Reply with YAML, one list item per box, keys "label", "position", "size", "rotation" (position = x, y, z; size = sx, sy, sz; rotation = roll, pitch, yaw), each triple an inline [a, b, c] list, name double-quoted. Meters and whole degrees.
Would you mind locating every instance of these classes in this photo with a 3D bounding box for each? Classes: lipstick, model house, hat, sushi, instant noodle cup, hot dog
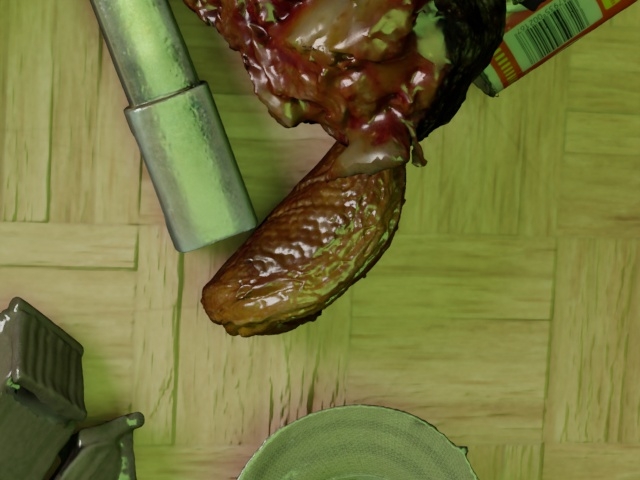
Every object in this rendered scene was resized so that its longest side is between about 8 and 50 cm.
- label: "lipstick"
  position: [-0.131, -0.120, 1.415]
  size: [0.077, 0.079, 0.253]
  rotation: [-20, 102, -5]
- label: "model house"
  position: [-0.257, 0.164, 1.400]
  size: [0.229, 0.122, 0.188]
  rotation: [46, 71, -29]
- label: "hat"
  position: [0.032, 0.268, 1.488]
  size: [0.252, 0.110, 0.252]
  rotation: [0, 87, -4]
- label: "sushi"
  position: [-0.005, -0.196, 1.335]
  size: [0.343, 0.196, 0.182]
  rotation: [47, 41, 15]
- label: "instant noodle cup"
  position: [0.191, -0.241, 1.449]
  size: [0.212, 0.193, 0.193]
  rotation: [-40, 105, 2]
- label: "hot dog"
  position: [-0.002, -0.002, 1.428]
  size: [0.099, 0.160, 0.227]
  rotation: [40, 87, -4]

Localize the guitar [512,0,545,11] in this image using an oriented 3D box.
- label: "guitar"
  position: [0.078, -0.266, 1.386]
  size: [0.038, 0.271, 0.084]
  rotation: [-20, 139, -50]
